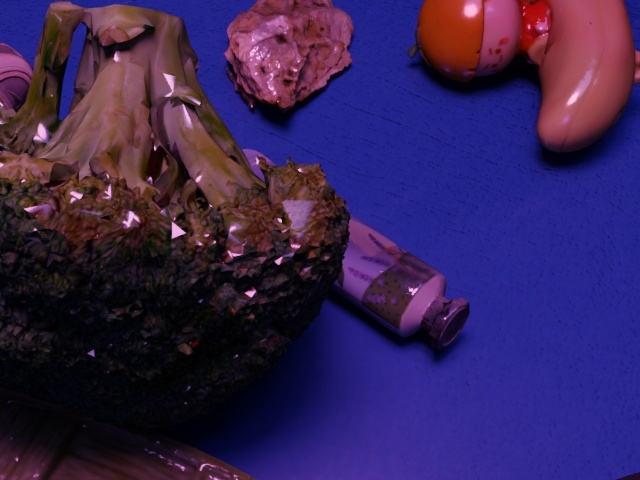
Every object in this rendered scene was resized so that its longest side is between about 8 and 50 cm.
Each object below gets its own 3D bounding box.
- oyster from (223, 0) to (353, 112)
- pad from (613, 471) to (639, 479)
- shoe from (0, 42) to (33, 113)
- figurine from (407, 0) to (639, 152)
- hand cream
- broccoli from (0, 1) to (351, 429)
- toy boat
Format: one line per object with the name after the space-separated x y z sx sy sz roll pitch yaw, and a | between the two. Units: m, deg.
-0.036 -0.208 0.910 0.133 0.072 0.209 29 51 14 | oyster
0.242 0.273 0.573 0.181 0.004 0.267 -13 53 -16 | pad
-0.308 -0.099 0.779 0.092 0.089 0.180 34 58 23 | shoe
0.201 -0.220 0.911 0.222 0.124 0.324 1 54 -5 | figurine
0.000 0.000 0.751 0.271 0.058 0.091 34 52 28 | hand cream
-0.128 -0.014 0.584 0.308 0.308 0.275 1 93 -4 | broccoli
-0.107 0.173 0.590 0.293 0.055 0.093 19 50 11 | toy boat
